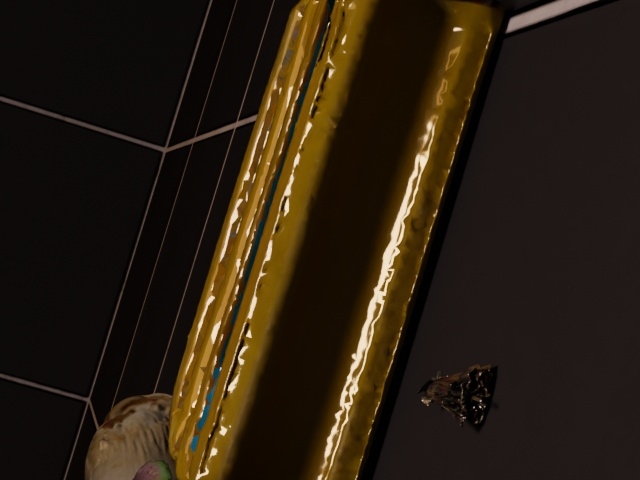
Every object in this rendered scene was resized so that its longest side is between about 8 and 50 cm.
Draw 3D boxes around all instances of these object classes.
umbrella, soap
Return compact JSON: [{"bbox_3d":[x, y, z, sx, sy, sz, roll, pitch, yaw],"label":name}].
[{"bbox_3d":[0.062,0.070,0.702,0.083,0.020,0.031,149,138,-81],"label":"umbrella"},{"bbox_3d":[0.000,-0.001,0.908,0.204,0.096,0.324,-169,96,-79],"label":"soap"}]

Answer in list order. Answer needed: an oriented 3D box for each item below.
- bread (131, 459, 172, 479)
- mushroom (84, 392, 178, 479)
[{"bbox_3d":[-0.093,0.247,0.931,0.228,0.033,0.228,174,90,-80],"label":"bread"},{"bbox_3d":[-0.148,0.299,1.125,0.177,0.126,0.397,112,168,-70],"label":"mushroom"}]
